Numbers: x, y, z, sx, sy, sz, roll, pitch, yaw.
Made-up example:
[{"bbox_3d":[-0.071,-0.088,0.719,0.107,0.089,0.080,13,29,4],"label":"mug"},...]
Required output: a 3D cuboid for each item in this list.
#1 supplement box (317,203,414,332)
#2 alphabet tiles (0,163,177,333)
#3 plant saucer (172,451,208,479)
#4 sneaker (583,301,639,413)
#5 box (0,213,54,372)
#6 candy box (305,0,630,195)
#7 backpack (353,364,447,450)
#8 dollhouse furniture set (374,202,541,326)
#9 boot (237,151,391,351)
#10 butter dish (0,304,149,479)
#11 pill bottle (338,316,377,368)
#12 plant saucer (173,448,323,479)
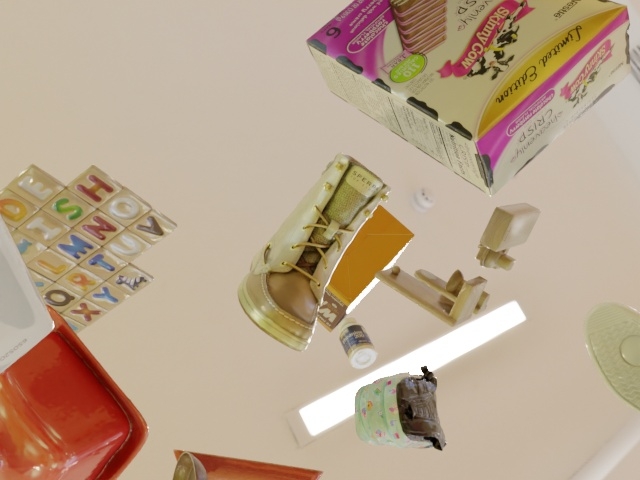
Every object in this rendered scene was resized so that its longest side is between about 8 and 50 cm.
[{"bbox_3d":[0.051,0.046,1.269,0.129,0.194,0.191,42,-113,8],"label":"supplement box"},{"bbox_3d":[-0.285,0.016,0.727,0.198,0.237,0.009,41,-155,-39],"label":"alphabet tiles"},{"bbox_3d":[-0.203,0.415,1.014,0.029,0.168,0.169,8,-123,-24],"label":"plant saucer"},{"bbox_3d":[0.440,0.170,0.814,0.256,0.094,0.151,47,-151,16],"label":"sneaker"},{"bbox_3d":[-0.244,0.016,0.280,0.119,0.181,0.182,32,-124,22],"label":"box"},{"bbox_3d":[0.116,-0.161,0.567,0.233,0.159,0.071,43,172,41],"label":"candy box"},{"bbox_3d":[0.138,0.300,1.140,0.182,0.115,0.152,22,-129,-58],"label":"backpack"},{"bbox_3d":[0.181,0.005,0.862,0.123,0.151,0.144,32,-158,28],"label":"dollhouse furniture set"},{"bbox_3d":[0.000,0.000,0.634,0.077,0.165,0.213,37,-166,-13],"label":"boot"},{"bbox_3d":[-0.257,0.169,0.582,0.160,0.160,0.118,46,-148,10],"label":"butter dish"},{"bbox_3d":[0.081,0.234,1.523,0.067,0.067,0.120,17,-155,-28],"label":"pill bottle"},{"bbox_3d":[-0.135,0.432,1.210,0.259,0.258,0.048,10,-111,-2],"label":"plant saucer"}]
